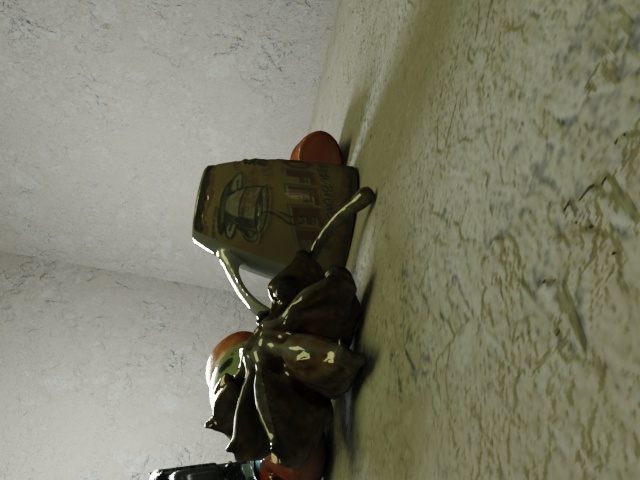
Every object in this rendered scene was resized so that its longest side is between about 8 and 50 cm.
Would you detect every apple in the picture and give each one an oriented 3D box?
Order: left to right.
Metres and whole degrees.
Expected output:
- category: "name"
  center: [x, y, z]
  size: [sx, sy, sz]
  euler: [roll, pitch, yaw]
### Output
- category: "apple"
  center: [-0.161, 0.296, 1.263]
  size: [0.201, 0.201, 0.162]
  euler: [113, 154, -63]

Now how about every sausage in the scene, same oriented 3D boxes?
- category: "sausage"
  center: [-0.012, -0.170, 1.197]
  size: [0.259, 0.113, 0.113]
  euler: [-145, 66, -83]

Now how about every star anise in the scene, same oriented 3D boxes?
- category: "star anise"
  center: [-0.017, 0.136, 0.692]
  size: [0.359, 0.139, 0.316]
  euler: [-48, 30, 22]

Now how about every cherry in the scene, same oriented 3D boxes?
- category: "cherry"
  center: [-0.032, 0.284, 0.727]
  size: [0.126, 0.087, 0.106]
  euler: [-62, -4, -29]

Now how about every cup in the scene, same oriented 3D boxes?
- category: "cup"
  center: [-0.087, -0.002, 0.933]
  size: [0.227, 0.257, 0.301]
  euler: [107, 169, -60]

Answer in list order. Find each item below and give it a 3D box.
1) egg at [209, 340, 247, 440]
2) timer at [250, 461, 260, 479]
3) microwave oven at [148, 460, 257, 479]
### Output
- category: "egg"
  center: [-0.101, 0.271, 0.945]
  size: [0.228, 0.177, 0.177]
  euler: [-114, 34, -61]
- category: "timer"
  center: [-0.108, 0.521, 1.175]
  size: [0.250, 0.091, 0.232]
  euler: [-105, 24, -47]
- category: "microwave oven"
  center: [-0.204, 0.526, 0.978]
  size: [0.295, 0.237, 0.181]
  euler: [-179, 89, -74]
